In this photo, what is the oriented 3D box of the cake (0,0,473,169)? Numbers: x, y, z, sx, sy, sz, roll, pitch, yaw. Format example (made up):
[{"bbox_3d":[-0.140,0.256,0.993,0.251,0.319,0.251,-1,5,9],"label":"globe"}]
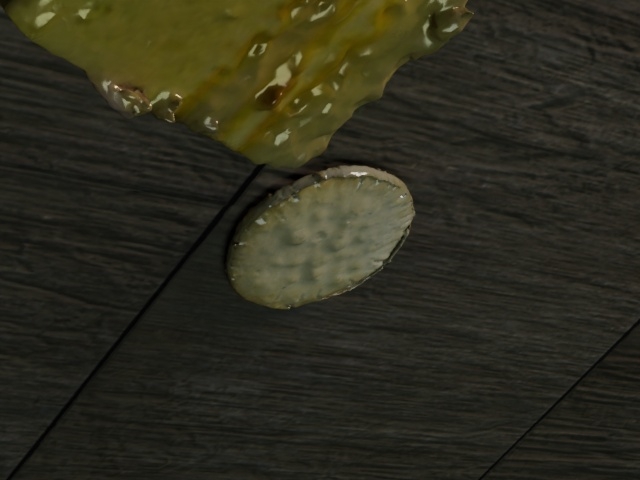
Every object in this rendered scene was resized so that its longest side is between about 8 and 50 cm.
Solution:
[{"bbox_3d":[-0.065,-0.206,0.918,0.222,0.227,0.286,-45,145,17],"label":"cake"}]

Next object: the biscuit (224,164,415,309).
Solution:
[{"bbox_3d":[0.000,0.000,1.414,0.152,0.020,0.152,-18,144,-14],"label":"biscuit"}]
